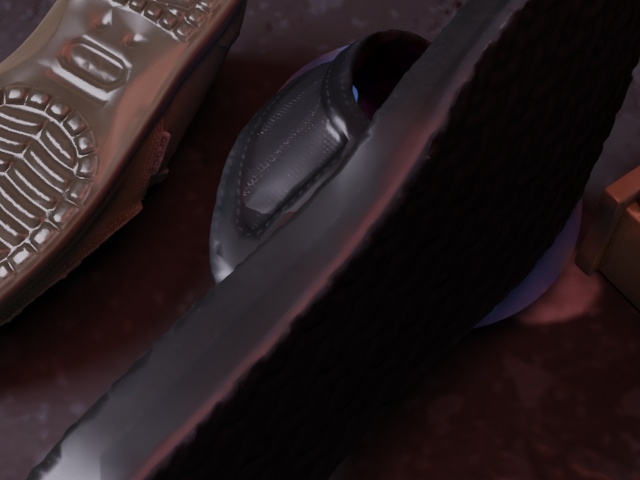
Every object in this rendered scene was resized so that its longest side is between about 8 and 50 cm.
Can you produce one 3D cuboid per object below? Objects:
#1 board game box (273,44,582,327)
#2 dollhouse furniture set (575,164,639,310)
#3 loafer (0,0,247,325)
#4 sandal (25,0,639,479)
[{"bbox_3d":[0.049,-0.025,0.826,0.133,0.033,0.169,-29,71,-24],"label":"board game box"},{"bbox_3d":[0.227,-0.028,0.755,0.129,0.184,0.129,-32,65,-25],"label":"dollhouse furniture set"},{"bbox_3d":[-0.120,-0.045,0.787,0.102,0.092,0.268,36,75,19],"label":"loafer"},{"bbox_3d":[-0.001,-0.001,0.696,0.107,0.168,0.446,29,57,27],"label":"sandal"}]
